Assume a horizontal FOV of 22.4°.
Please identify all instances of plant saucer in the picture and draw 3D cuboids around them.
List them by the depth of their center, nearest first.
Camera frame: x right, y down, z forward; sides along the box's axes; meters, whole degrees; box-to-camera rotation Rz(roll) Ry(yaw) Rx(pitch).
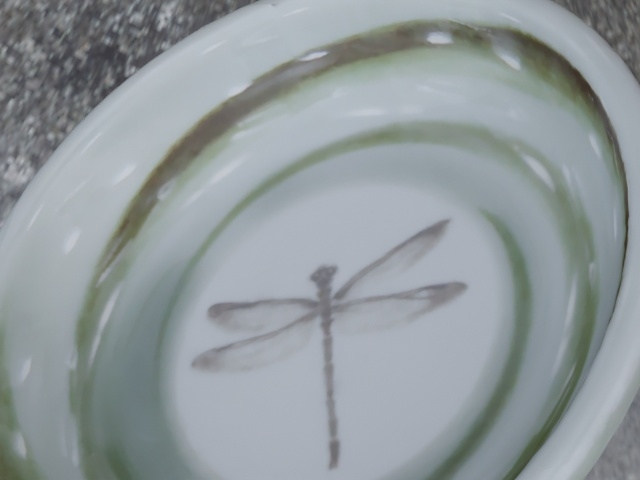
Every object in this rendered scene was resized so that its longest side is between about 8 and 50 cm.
[{"bbox_3d":[-0.002,0.042,0.835,0.400,0.400,0.100,-24,138,15],"label":"plant saucer"}]
